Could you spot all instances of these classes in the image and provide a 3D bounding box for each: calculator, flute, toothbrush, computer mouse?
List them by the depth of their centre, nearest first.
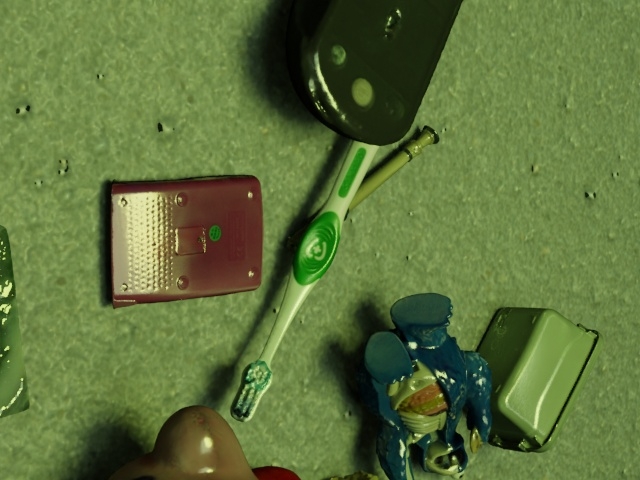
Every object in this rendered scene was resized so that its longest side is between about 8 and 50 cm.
[{"bbox_3d":[-0.130,-0.002,1.550,0.190,0.034,0.126,-6,97,-41],"label":"calculator"},{"bbox_3d":[0.046,-0.224,1.626,0.170,0.100,0.269,42,62,-34],"label":"computer mouse"},{"bbox_3d":[-0.001,0.001,1.629,0.042,0.040,0.418,25,70,0],"label":"toothbrush"},{"bbox_3d":[0.048,-0.055,1.696,0.233,0.027,0.027,-40,119,-29],"label":"flute"}]

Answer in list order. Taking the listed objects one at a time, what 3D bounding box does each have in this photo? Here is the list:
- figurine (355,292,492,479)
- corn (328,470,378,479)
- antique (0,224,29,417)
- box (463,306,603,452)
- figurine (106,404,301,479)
[{"bbox_3d":[0.110,0.175,1.729,0.164,0.121,0.262,-29,130,-27],"label":"figurine"},{"bbox_3d":[0.052,0.426,1.694,0.131,0.131,0.344,-19,106,-37],"label":"corn"},{"bbox_3d":[-0.323,0.066,1.359,0.088,0.086,0.183,-14,104,-39],"label":"antique"},{"bbox_3d":[0.240,0.156,1.829,0.093,0.124,0.172,39,69,-25],"label":"box"},{"bbox_3d":[-0.121,0.317,1.478,0.211,0.269,0.261,-29,139,7],"label":"figurine"}]
